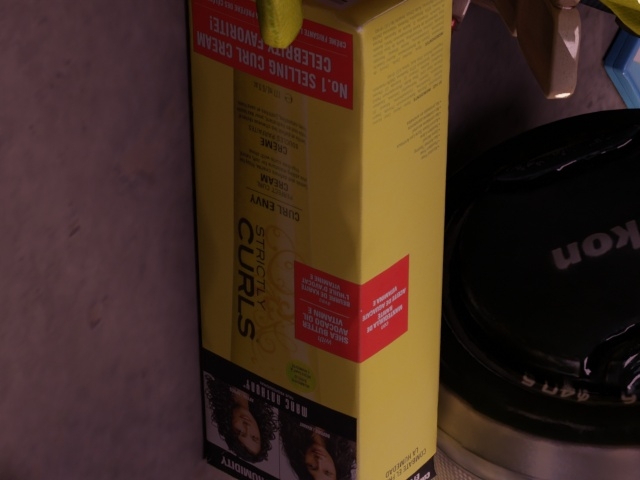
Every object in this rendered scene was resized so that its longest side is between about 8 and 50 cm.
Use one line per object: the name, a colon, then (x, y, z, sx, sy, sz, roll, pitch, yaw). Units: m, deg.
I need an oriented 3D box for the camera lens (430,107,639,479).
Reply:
camera lens: (0.151, 0.093, 0.913, 0.219, 0.219, 0.274, -47, 143, -29)

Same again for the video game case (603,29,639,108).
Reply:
video game case: (0.212, -0.137, 1.055, 0.166, 0.015, 0.119, -61, 148, -10)

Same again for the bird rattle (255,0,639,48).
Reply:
bird rattle: (0.025, -0.169, 0.530, 0.143, 0.253, 0.207, 7, 128, -32)

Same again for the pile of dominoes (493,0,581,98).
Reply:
pile of dominoes: (0.081, -0.181, 0.654, 0.251, 0.040, 0.196, -102, -167, -64)

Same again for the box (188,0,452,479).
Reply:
box: (0.000, 0.000, 0.757, 0.058, 0.087, 0.232, -34, 136, -42)

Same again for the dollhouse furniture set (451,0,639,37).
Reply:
dollhouse furniture set: (0.133, -0.128, 0.875, 0.184, 0.129, 0.129, -34, 146, -87)
